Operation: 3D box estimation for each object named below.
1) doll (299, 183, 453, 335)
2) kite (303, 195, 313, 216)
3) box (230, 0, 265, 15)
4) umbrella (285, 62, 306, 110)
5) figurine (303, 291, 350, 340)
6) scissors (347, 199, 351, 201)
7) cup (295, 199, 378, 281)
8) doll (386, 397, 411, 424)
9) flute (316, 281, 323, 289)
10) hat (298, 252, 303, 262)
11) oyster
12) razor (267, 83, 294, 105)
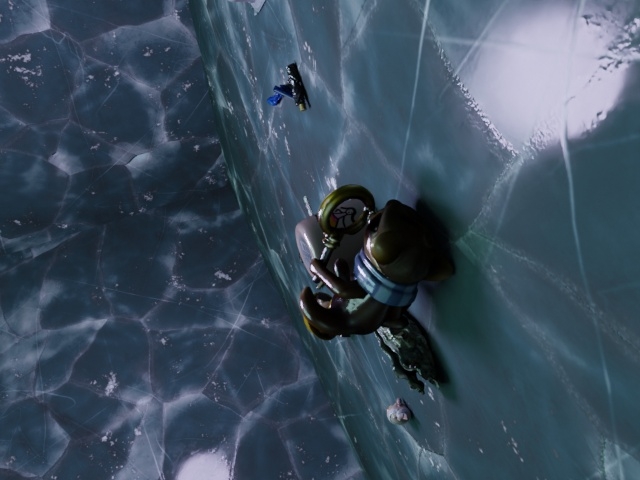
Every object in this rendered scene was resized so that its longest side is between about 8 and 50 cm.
[{"bbox_3d":[0.111,0.065,1.033,0.209,0.318,0.339,-91,24,-47],"label":"doll"},{"bbox_3d":[-0.001,0.000,1.834,0.406,0.014,0.368,148,101,-75],"label":"kite"},{"bbox_3d":[-0.250,-0.850,1.428,0.337,0.106,0.264,-158,50,-70],"label":"box"},{"bbox_3d":[-0.073,-0.462,1.431,0.040,0.037,0.143,-13,94,62],"label":"umbrella"},{"bbox_3d":[0.026,0.293,1.832,0.257,0.167,0.192,151,112,-73],"label":"figurine"},{"bbox_3d":[0.073,-0.087,1.434,0.110,0.021,0.212,64,165,12],"label":"scissors"},{"bbox_3d":[0.063,0.021,1.256,0.191,0.201,0.252,85,158,-46],"label":"cup"},{"bbox_3d":[0.256,0.557,1.542,0.127,0.073,0.084,120,160,-74],"label":"doll"},{"bbox_3d":[0.010,0.175,2.003,0.233,0.027,0.027,119,130,-71],"label":"flute"},{"bbox_3d":[-0.068,0.069,2.100,0.121,0.051,0.121,163,90,-75],"label":"hat"},{"bbox_3d":[0.219,0.272,1.245,0.267,0.112,0.198,58,-176,13],"label":"oyster"},{"bbox_3d":[-0.134,-0.494,1.602,0.056,0.093,0.324,-67,18,4],"label":"razor"}]
